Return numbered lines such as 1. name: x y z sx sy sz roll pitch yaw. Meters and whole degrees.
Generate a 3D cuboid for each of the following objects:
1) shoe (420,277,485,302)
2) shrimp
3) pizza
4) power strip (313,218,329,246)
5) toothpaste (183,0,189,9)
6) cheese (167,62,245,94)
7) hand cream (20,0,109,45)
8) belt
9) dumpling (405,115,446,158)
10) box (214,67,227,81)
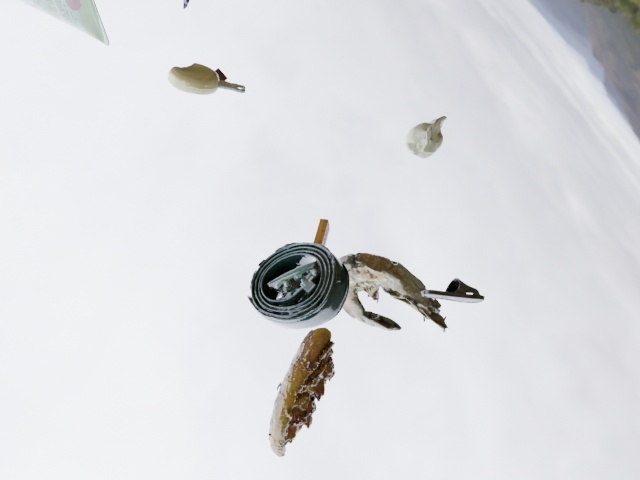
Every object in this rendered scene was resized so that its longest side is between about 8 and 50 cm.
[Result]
1. shoe: 0.299 0.108 1.109 0.159 0.062 0.053 6 -109 -18
2. shrimp: 0.185 0.164 1.365 0.360 0.247 0.085 28 -142 3
3. pizza: -0.035 0.342 1.119 0.086 0.305 0.161 19 179 25
4. power strip: 0.000 0.000 1.528 0.178 0.028 0.049 -74 -17 -45
5. toothpaste: -0.360 -0.659 1.335 0.019 0.027 0.083 24 -130 -42
6. cheese: -0.400 -0.557 1.756 0.249 0.070 0.163 21 -143 1
7. hand cream: -0.510 -0.474 0.919 0.306 0.147 0.093 31 -125 24
8. belt: -0.059 0.117 1.231 0.116 0.268 0.206 42 -140 -52
9. dumpling: 0.302 -0.299 1.391 0.100 0.134 0.169 44 -158 21
10. box: -0.396 -0.613 1.876 0.051 0.023 0.082 47 -132 -17
